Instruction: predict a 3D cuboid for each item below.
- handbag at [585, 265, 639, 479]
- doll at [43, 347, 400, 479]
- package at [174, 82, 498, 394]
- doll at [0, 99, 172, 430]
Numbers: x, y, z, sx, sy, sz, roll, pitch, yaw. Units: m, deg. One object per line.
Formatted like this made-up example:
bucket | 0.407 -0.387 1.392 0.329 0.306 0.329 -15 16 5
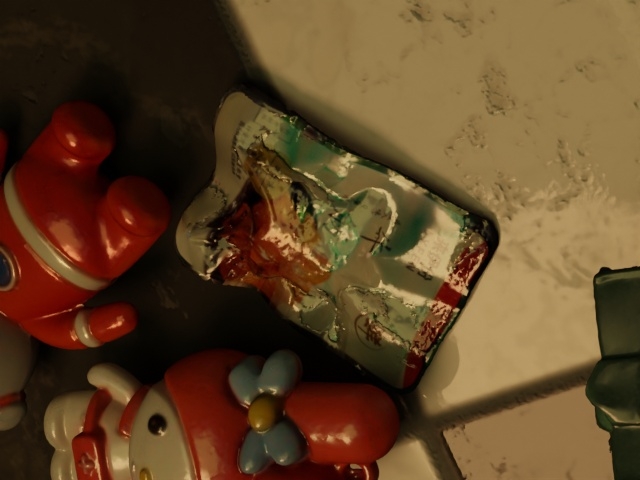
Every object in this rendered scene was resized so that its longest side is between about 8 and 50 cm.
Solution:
handbag | 0.289 0.170 1.122 0.238 0.089 0.326 -5 79 12
doll | -0.073 0.158 1.380 0.290 0.130 0.161 0 101 28
package | 0.000 0.000 1.344 0.232 0.040 0.166 33 118 10
doll | -0.255 0.038 1.436 0.336 0.105 0.200 -43 77 30
